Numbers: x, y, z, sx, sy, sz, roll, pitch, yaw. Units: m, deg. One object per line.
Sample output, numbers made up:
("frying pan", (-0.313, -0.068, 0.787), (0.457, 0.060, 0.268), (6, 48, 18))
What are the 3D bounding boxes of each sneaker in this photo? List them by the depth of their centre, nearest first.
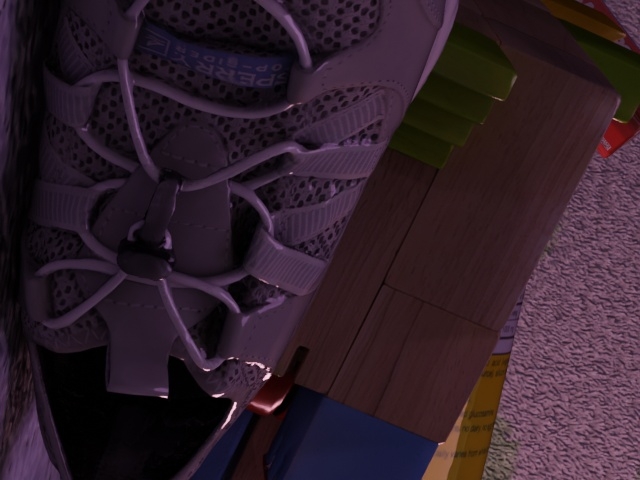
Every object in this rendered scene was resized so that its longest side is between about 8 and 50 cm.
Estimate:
("sneaker", (-0.029, -0.012, 0.497), (0.281, 0.105, 0.115), (101, 3, -53))

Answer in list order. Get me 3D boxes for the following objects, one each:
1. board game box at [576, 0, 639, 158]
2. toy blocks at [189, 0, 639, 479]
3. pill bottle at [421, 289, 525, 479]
("board game box", (0.089, -0.171, 0.997), (0.027, 0.281, 0.145), (-36, 176, -2))
("toy blocks", (0.000, 0.000, 0.785), (0.381, 0.190, 0.261), (-100, -145, -71))
("pill bottle", (0.021, 0.046, 1.084), (0.188, 0.188, 0.334), (-50, 152, -86))
